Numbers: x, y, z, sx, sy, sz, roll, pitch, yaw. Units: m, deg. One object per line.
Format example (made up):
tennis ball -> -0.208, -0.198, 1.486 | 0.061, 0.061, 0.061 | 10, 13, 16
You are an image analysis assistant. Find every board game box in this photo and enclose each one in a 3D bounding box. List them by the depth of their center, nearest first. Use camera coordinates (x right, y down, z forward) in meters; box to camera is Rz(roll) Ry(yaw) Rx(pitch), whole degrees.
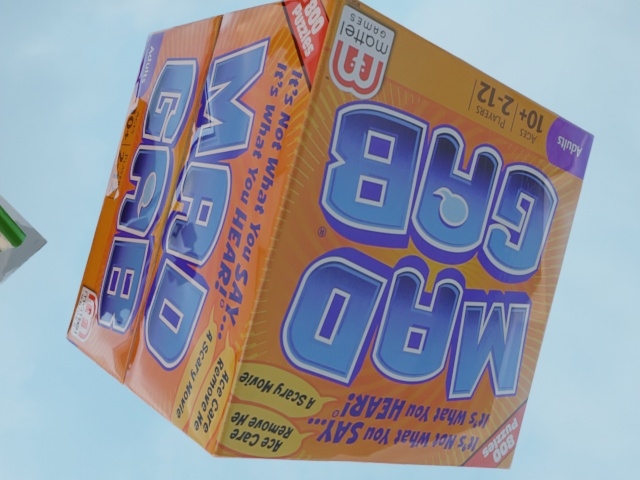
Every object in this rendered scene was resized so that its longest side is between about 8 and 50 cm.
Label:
board game box -> 0.000, 0.000, 0.757 | 0.356, 0.356, 0.357 | 16, -92, -37

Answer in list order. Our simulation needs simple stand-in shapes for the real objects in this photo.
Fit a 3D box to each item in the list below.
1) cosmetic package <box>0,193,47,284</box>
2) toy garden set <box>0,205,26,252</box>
cosmetic package -> -0.604, 0.006, 1.129 | 0.224, 0.224, 0.138 | 49, -151, -14
toy garden set -> -0.516, -0.034, 0.846 | 0.244, 0.204, 0.049 | -14, -142, 18
